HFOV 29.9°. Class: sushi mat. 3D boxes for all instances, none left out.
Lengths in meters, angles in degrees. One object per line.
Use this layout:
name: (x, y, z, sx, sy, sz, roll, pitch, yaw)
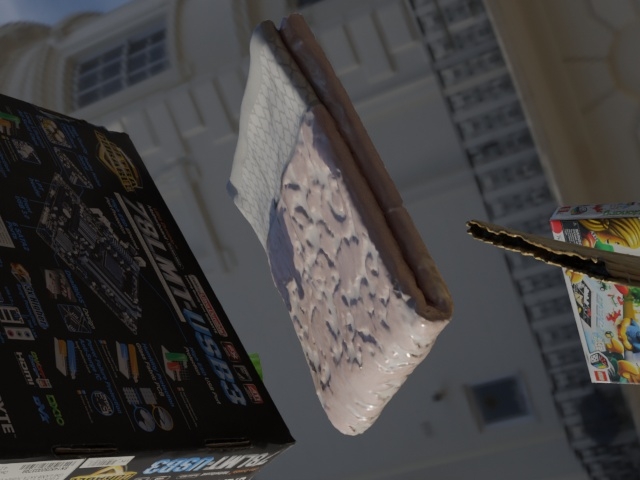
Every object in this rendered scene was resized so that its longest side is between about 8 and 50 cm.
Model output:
sushi mat: (0.274, 0.025, 1.000, 0.316, 0.151, 0.019, 10, -83, -42)

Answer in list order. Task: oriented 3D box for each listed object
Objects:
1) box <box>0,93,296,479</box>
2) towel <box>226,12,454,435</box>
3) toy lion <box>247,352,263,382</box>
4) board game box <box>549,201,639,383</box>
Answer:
box: (-0.180, 0.029, 0.776, 0.293, 0.073, 0.296, 14, -139, -59)
towel: (0.000, 0.000, 1.123, 0.317, 0.053, 0.332, 64, 161, 18)
toy lion: (-0.067, 0.160, 1.220, 0.100, 0.034, 0.096, -140, 44, -79)
board game box: (0.483, 0.086, 1.848, 0.053, 0.193, 0.305, -45, -57, -46)
